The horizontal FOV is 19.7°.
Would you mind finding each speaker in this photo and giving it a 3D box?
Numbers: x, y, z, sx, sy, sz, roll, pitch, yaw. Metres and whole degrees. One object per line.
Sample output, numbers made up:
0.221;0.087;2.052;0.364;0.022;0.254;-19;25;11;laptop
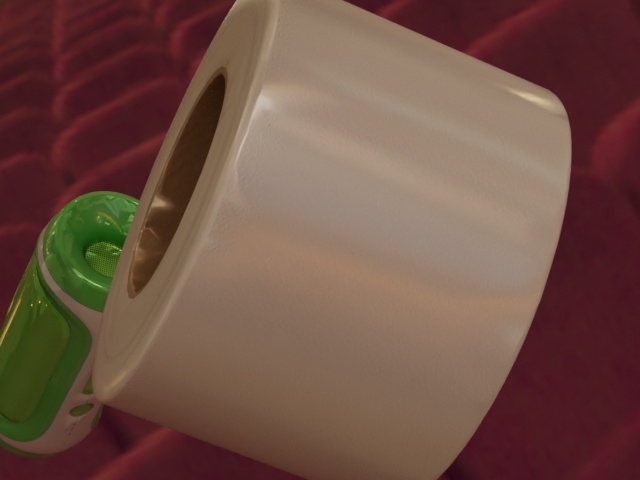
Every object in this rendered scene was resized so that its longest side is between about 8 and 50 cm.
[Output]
-0.227;0.083;1.683;0.131;0.131;0.296;-35;-14;-39;speaker

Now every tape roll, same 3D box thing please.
0.000;0.000;0.978;0.246;0.169;0.246;-159;90;-76;tape roll
